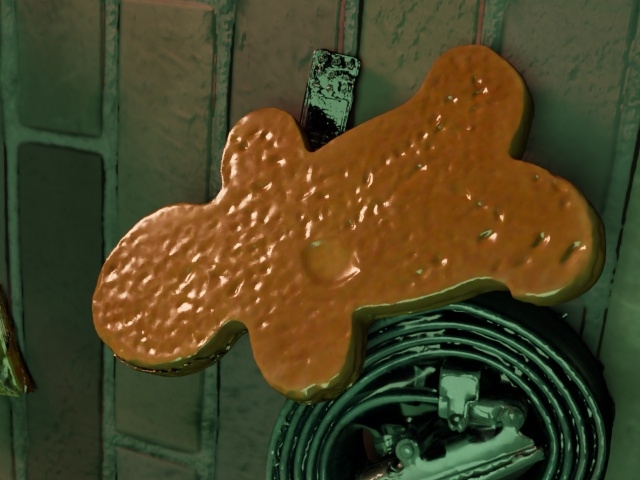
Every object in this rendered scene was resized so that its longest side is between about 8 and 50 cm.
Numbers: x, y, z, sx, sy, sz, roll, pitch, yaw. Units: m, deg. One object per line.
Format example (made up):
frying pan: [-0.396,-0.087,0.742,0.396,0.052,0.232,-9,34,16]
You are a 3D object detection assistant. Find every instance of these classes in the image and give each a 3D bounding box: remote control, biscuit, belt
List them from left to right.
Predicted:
biscuit: [0.000,0.000,0.596,0.339,0.047,0.216,-24,60,13]
remote control: [0.005,-0.091,0.649,0.039,0.014,0.096,17,109,15]
belt: [0.076,0.148,0.631,0.267,0.116,0.206,-38,86,22]

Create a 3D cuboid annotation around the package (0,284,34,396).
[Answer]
package: [-0.336,0.102,0.826,0.120,0.031,0.108,-10,102,18]
